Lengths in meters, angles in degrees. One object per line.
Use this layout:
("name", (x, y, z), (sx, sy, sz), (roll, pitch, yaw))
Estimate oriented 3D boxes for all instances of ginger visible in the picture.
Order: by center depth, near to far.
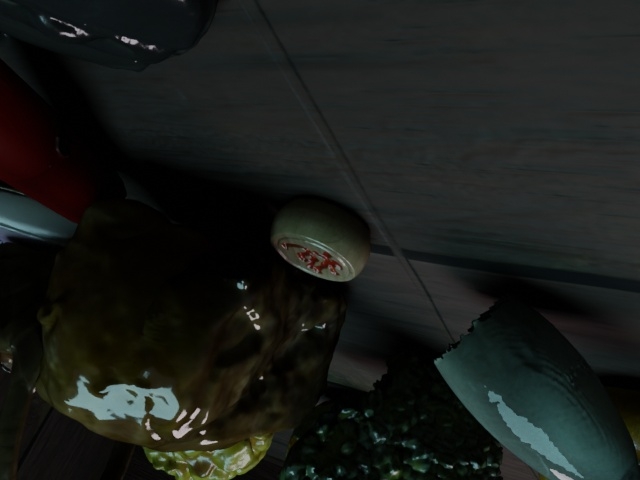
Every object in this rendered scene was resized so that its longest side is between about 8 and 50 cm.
("ginger", (-0.128, 0.087, 0.610), (0.223, 0.200, 0.269), (17, 174, 26))

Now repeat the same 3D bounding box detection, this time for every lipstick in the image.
("lipstick", (-0.226, -0.077, 0.491), (0.073, 0.073, 0.279), (20, 168, 9))

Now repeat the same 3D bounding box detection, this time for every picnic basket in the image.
("picnic basket", (-0.280, 0.193, 0.791), (0.338, 0.337, 0.293), (17, 159, 17))

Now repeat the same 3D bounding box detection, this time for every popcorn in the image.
("popcorn", (-0.229, 0.351, 1.301), (0.270, 0.224, 0.258), (41, 137, -16))

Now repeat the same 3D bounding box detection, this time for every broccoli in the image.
("broccoli", (0.067, 0.257, 0.761), (0.288, 0.247, 0.246), (33, 149, -23))

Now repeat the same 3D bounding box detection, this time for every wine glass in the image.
("wine glass", (0.281, 0.122, 0.489), (0.309, 0.264, 0.096), (48, 178, 13))

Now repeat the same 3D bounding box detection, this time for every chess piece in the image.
("chess piece", (0.000, 0.000, 0.536), (0.084, 0.038, 0.083), (19, 157, 8))

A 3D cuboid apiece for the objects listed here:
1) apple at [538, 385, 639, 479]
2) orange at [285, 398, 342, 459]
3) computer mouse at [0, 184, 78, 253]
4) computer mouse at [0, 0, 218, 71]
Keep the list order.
("apple", (0.302, 0.221, 0.605), (0.195, 0.160, 0.173), (12, 177, 41))
("orange", (0.047, 0.346, 1.089), (0.179, 0.158, 0.237), (18, 161, -19))
("computer mouse", (-0.370, -0.023, 0.809), (0.245, 0.056, 0.126), (18, 157, -16))
("computer mouse", (-0.168, -0.159, 0.293), (0.138, 0.086, 0.270), (-1, 148, 46))
